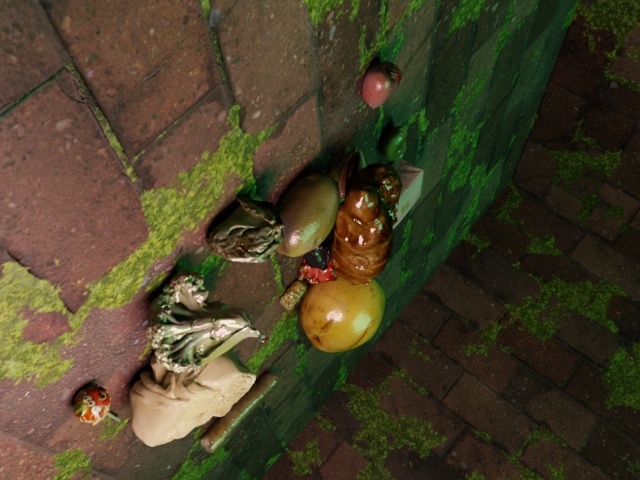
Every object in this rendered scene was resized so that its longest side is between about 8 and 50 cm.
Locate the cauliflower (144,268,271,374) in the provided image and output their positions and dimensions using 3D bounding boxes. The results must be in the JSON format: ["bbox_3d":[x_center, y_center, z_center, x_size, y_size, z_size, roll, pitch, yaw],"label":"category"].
[{"bbox_3d":[-0.255,0.198,1.485,0.256,0.316,0.238,54,34,-60],"label":"cauliflower"}]

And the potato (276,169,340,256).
[{"bbox_3d":[-0.034,-0.071,1.708,0.251,0.159,0.174,-65,-169,-5],"label":"potato"}]

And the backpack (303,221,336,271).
[{"bbox_3d":[0.001,0.002,1.979,0.165,0.106,0.120,-59,147,-41],"label":"backpack"}]

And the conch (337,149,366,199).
[{"bbox_3d":[0.100,-0.178,1.924,0.094,0.105,0.176,-98,-167,-46],"label":"conch"}]

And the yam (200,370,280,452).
[{"bbox_3d":[-0.293,0.621,2.373,0.371,0.083,0.083,-44,158,-31],"label":"yam"}]

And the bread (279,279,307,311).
[{"bbox_3d":[-0.086,0.179,2.138,0.110,0.060,0.066,-50,129,-10],"label":"bread"}]

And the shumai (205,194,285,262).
[{"bbox_3d":[-0.174,-0.031,1.502,0.184,0.184,0.141,-17,115,-59],"label":"shumai"}]

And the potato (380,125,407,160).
[{"bbox_3d":[0.233,-0.307,2.037,0.091,0.070,0.138,-44,156,-22],"label":"potato"}]

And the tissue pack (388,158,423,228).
[{"bbox_3d":[0.247,-0.146,2.254,0.225,0.124,0.185,-48,158,-16],"label":"tissue pack"}]

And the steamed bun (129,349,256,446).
[{"bbox_3d":[-0.350,0.368,1.664,0.289,0.203,0.276,-42,154,2],"label":"steamed bun"}]

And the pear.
[{"bbox_3d":[0.073,0.234,2.255,0.314,0.314,0.314,-45,158,-23],"label":"pear"}]

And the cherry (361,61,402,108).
[{"bbox_3d":[0.153,-0.408,1.672,0.126,0.087,0.106,-43,173,25],"label":"cherry"}]

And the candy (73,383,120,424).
[{"bbox_3d":[-0.518,0.407,1.551,0.084,0.078,0.287,-60,171,-20],"label":"candy"}]

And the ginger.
[{"bbox_3d":[0.138,-0.050,1.861,0.418,0.176,0.254,92,24,-45],"label":"ginger"}]

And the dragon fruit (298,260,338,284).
[{"bbox_3d":[0.021,0.074,2.102,0.133,0.208,0.150,-48,120,-54],"label":"dragon fruit"}]
